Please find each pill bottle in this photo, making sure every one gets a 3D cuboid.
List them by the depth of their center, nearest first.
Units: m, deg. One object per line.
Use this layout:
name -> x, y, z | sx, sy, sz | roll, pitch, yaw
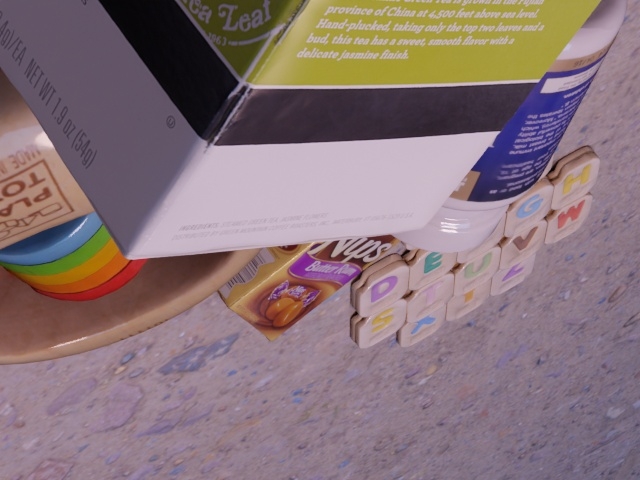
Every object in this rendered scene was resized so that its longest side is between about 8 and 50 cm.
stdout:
pill bottle -> 0.122, -0.118, 1.522 | 0.153, 0.153, 0.264 | -20, 150, -31

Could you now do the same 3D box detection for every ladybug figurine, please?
ladybug figurine -> -0.173, -0.047, 1.199 | 0.305, 0.162, 0.449 | -22, 165, -1

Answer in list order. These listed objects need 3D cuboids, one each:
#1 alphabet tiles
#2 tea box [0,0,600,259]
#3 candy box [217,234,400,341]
alphabet tiles -> 0.153, 0.010, 1.940 | 0.284, 0.021, 0.278 | -28, 154, -16
tea box -> -0.024, -0.219, 0.953 | 0.220, 0.329, 0.323 | -5, 140, -47
candy box -> 0.000, 0.000, 1.691 | 0.187, 0.053, 0.109 | -39, 154, 3
